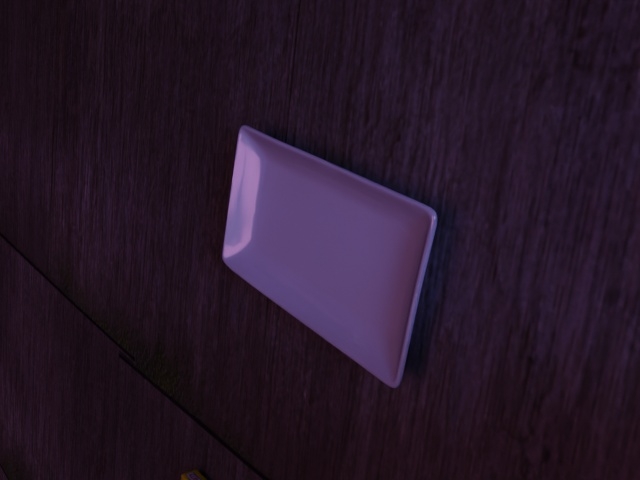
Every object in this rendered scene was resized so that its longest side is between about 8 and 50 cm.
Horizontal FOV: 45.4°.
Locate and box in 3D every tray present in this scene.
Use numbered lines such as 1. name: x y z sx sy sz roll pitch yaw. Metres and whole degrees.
1. tray: 0.000 0.000 0.658 0.270 0.030 0.145 30 118 47

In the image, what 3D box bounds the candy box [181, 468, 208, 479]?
1. candy box: -0.131 0.378 0.871 0.105 0.027 0.205 20 110 47
